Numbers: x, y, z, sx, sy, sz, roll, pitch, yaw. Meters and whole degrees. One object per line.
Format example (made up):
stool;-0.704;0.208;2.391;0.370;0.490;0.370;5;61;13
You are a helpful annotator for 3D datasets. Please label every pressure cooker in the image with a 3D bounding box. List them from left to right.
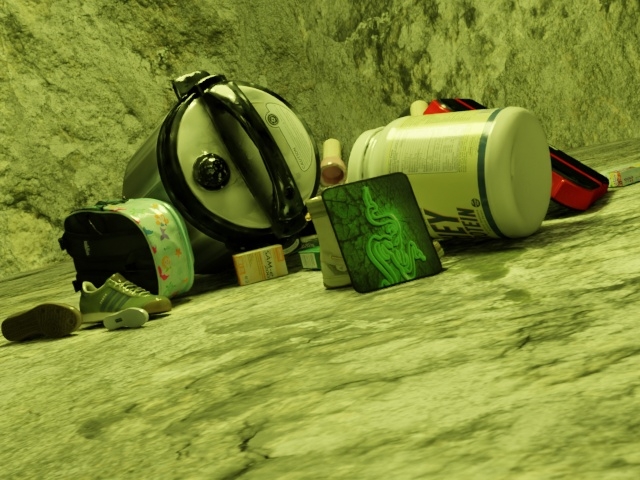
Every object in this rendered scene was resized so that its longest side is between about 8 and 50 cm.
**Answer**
pressure cooker;-0.203;-0.134;1.991;0.370;0.376;0.420;23;-26;-20

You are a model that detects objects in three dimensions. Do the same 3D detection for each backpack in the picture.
backpack;-0.359;0.023;1.811;0.253;0.225;0.191;-1;18;45

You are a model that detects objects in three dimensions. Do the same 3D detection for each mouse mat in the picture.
mouse mat;0.097;-0.016;1.478;0.152;0.190;0.007;-14;-19;-15

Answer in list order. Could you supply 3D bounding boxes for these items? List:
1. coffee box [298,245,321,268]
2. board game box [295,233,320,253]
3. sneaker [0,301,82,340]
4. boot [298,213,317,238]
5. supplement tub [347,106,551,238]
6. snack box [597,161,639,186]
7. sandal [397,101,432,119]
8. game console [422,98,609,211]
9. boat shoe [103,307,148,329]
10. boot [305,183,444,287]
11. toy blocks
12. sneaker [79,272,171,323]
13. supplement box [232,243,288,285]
coffee box;0.052;0.026;1.801;0.113;0.040;0.184;-16;7;-35
board game box;0.000;0.000;2.220;0.186;0.026;0.126;-13;6;-9
sneaker;-0.504;0.144;1.712;0.188;0.066;0.071;-9;6;27
boot;0.043;-0.057;2.394;0.295;0.104;0.211;-18;12;-4
supplement tub;0.238;-0.120;1.718;0.324;0.235;0.235;-1;12;36
snack box;0.711;-0.154;2.153;0.141;0.037;0.100;-16;5;-28
sandal;0.218;-0.157;2.236;0.167;0.107;0.446;-9;-29;-9
game console;0.421;-0.191;1.968;0.386;0.060;0.342;34;19;16
boat shoe;-0.333;0.135;1.615;0.100;0.035;0.035;-16;6;33
boot;0.087;-0.018;1.531;0.213;0.165;0.077;-12;5;20
toy blocks;0.182;-0.089;2.035;0.288;0.309;0.260;-22;36;17
sneaker;-0.363;0.101;1.688;0.192;0.086;0.064;-10;-8;23
supplement box;-0.120;0.048;1.843;0.098;0.062;0.036;-14;5;-12
